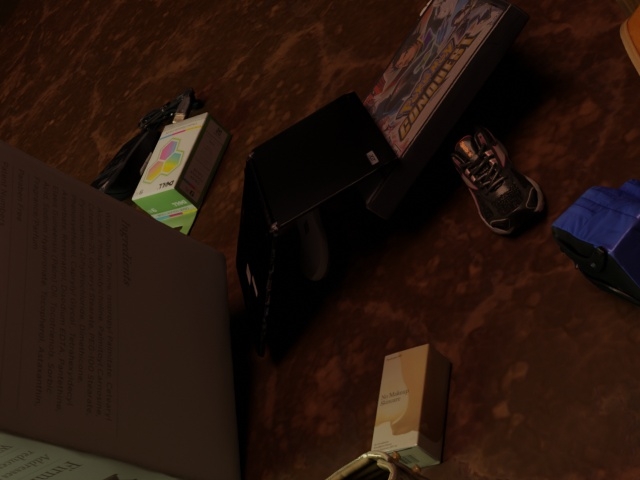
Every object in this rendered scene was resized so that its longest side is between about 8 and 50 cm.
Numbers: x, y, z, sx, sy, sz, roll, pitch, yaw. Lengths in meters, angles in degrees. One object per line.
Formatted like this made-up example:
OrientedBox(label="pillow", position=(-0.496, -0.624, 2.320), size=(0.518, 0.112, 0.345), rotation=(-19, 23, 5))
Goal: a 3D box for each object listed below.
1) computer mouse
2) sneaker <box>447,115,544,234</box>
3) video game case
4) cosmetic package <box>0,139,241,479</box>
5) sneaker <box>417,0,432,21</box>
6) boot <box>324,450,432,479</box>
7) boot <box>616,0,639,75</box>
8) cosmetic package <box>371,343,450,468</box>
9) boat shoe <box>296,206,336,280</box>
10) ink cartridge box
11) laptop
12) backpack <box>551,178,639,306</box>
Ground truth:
OrientedBox(label="computer mouse", position=(-0.290, -0.153, 1.777), size=(0.184, 0.060, 0.262), rotation=(-23, 29, 41))
OrientedBox(label="sneaker", position=(0.177, -0.076, 1.132), size=(0.072, 0.077, 0.178), rotation=(-43, 34, 11))
OrientedBox(label="video game case", position=(0.120, -0.181, 1.249), size=(0.275, 0.035, 0.248), rotation=(-56, 19, 13))
OrientedBox(label="cosmetic package", position=(-0.342, 0.144, 1.171), size=(0.329, 0.393, 0.328), rotation=(-28, 53, 29))
OrientedBox(label="sneaker", position=(0.200, -0.336, 1.388), size=(0.083, 0.071, 0.191), rotation=(3, 67, 43))
OrientedBox(label="boot", position=(0.112, 0.221, 0.826), size=(0.213, 0.165, 0.077), rotation=(-23, 42, 37))
OrientedBox(label="boot", position=(0.404, -0.237, 1.006), size=(0.211, 0.104, 0.295), rotation=(-30, 33, 27))
OrientedBox(label="cosmetic package", position=(0.090, 0.165, 1.023), size=(0.060, 0.041, 0.115), rotation=(-23, 41, 35))
OrientedBox(label="boat shoe", position=(0.000, 0.000, 1.292), size=(0.049, 0.040, 0.142), rotation=(-52, 28, 30))
OrientedBox(label="ink cartridge box", position=(-0.229, -0.096, 1.638), size=(0.109, 0.062, 0.209), rotation=(-11, 49, 43))
OrientedBox(label="laptop", position=(-0.017, -0.028, 1.280), size=(0.234, 0.136, 0.264), rotation=(-111, 26, -61))
OrientedBox(label="backpack", position=(0.276, 0.000, 0.928), size=(0.101, 0.098, 0.120), rotation=(-43, 20, -7))
